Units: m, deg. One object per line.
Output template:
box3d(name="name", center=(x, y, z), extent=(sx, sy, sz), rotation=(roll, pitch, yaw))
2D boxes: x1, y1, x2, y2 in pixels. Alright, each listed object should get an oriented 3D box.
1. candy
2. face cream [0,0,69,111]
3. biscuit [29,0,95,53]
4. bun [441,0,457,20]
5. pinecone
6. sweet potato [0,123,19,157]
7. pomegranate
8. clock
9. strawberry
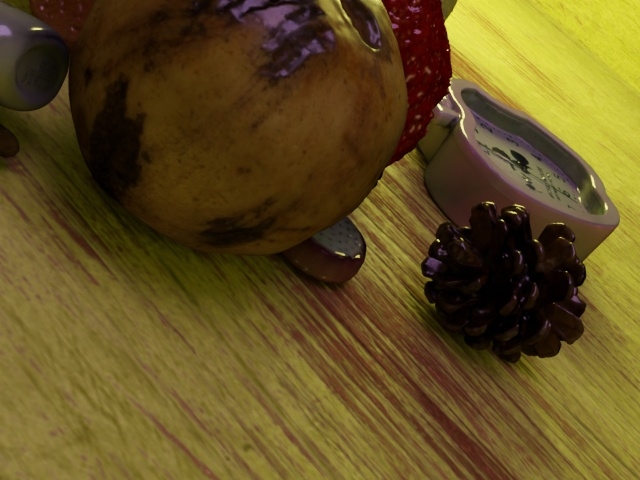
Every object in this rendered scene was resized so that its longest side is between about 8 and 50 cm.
box3d(name="candy", center=(0.000, 0.000, 0.967), extent=(0.103, 0.043, 0.103), rotation=(28, 29, -17))
box3d(name="face cream", center=(-0.381, -0.211, 0.769), extent=(0.336, 0.080, 0.163), rotation=(26, 2, -1))
box3d(name="biscuit", center=(-0.232, -0.301, 1.014), extent=(0.334, 0.202, 0.047), rotation=(53, -10, 5))
box3d(name="bun", center=(0.133, -0.460, 1.707), extent=(0.243, 0.153, 0.244), rotation=(12, 49, -14))
box3d(name="pinecone", center=(0.203, 0.040, 1.031), extent=(0.195, 0.150, 0.179), rotation=(13, 42, -33))
box3d(name="sweet potato", center=(-0.361, -0.122, 0.715), extent=(0.269, 0.074, 0.075), rotation=(32, 25, -38))
box3d(name="pomegranate", center=(-0.069, -0.137, 0.847), extent=(0.322, 0.322, 0.322), rotation=(28, 29, -17))
box3d(name="clock", center=(0.274, -0.097, 1.370), extent=(0.338, 0.102, 0.339), rotation=(27, 29, -17))
box3d(name="strawberry", center=(0.049, -0.232, 1.132), extent=(0.257, 0.277, 0.257), rotation=(25, 28, -15))
